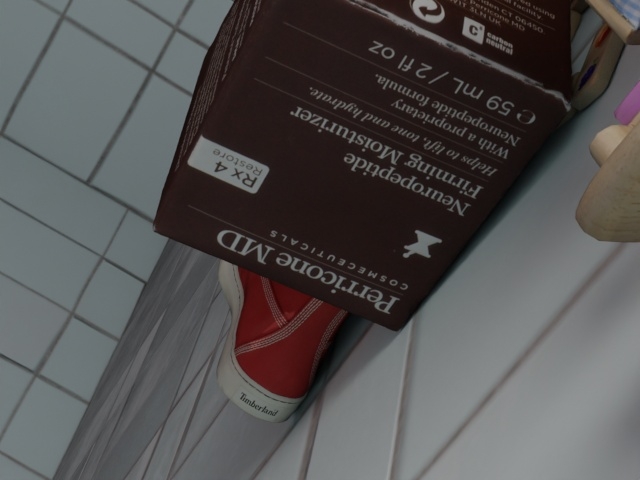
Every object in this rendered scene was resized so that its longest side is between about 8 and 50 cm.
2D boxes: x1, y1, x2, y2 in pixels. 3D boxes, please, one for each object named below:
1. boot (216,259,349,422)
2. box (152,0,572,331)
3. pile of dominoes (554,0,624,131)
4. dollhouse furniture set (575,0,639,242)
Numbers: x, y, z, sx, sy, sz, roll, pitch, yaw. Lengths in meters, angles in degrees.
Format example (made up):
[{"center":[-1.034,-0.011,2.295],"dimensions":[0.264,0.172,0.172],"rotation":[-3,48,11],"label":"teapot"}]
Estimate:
[{"center":[0.000,0.000,1.010],"dimensions":[0.176,0.088,0.244],"rotation":[-55,18,23],"label":"boot"},{"center":[0.026,-0.092,0.798],"dimensions":[0.167,0.168,0.203],"rotation":[-80,17,-47],"label":"box"},{"center":[0.144,-0.152,0.839],"dimensions":[0.251,0.040,0.196],"rotation":[-63,10,-28],"label":"pile of dominoes"},{"center":[0.076,-0.196,0.345],"dimensions":[0.286,0.198,0.303],"rotation":[-54,54,33],"label":"dollhouse furniture set"}]
